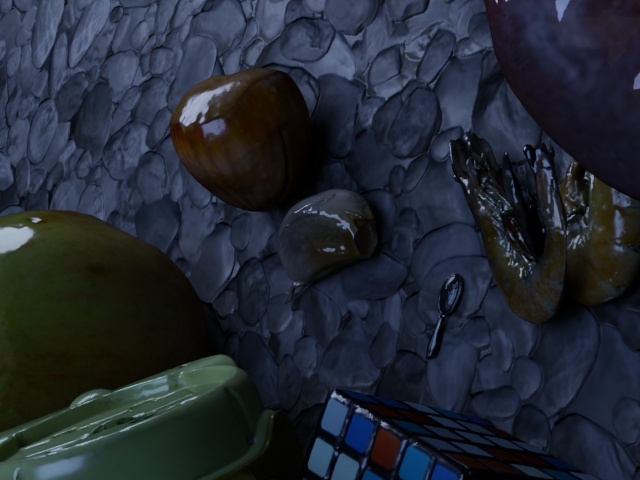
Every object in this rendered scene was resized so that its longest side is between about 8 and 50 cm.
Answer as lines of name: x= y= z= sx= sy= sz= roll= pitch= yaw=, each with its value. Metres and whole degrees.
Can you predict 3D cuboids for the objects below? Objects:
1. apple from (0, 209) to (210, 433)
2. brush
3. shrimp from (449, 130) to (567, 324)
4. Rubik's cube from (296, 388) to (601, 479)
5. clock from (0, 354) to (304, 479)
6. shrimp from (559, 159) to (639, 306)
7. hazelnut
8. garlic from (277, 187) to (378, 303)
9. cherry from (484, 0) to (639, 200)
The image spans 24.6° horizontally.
apple: x=-0.288 y=0.140 z=1.551 sx=0.338 sy=0.305 sz=0.338 roll=-15 pitch=69 yaw=45
brush: x=0.111 y=0.069 z=1.337 sx=0.024 sy=0.008 sz=0.083 roll=23 pitch=97 yaw=46
shrimp: x=0.158 y=-0.036 z=1.241 sx=0.152 sy=0.046 sz=0.219 roll=94 pitch=161 yaw=-48
Rubik's cube: x=0.093 y=0.241 z=1.173 sx=0.187 sy=0.184 sz=0.182 roll=23 pitch=97 yaw=49
clock: x=-0.161 y=0.196 z=1.252 sx=0.348 sy=0.286 sz=0.117 roll=178 pitch=73 yaw=-74
shrimp: x=0.232 y=-0.054 z=1.202 sx=0.115 sy=0.051 sz=0.217 roll=8 pitch=88 yaw=52
hazelnut: x=-0.076 y=-0.106 z=1.525 sx=0.150 sy=0.150 sz=0.150 roll=-17 pitch=67 yaw=46
garlic: x=-0.006 y=-0.003 z=1.448 sx=0.152 sy=0.066 sz=0.084 roll=-26 pitch=62 yaw=40
cherry: x=0.257 y=-0.158 z=1.046 sx=0.221 sy=0.308 sz=0.261 roll=-52 pitch=-15 yaw=-76
